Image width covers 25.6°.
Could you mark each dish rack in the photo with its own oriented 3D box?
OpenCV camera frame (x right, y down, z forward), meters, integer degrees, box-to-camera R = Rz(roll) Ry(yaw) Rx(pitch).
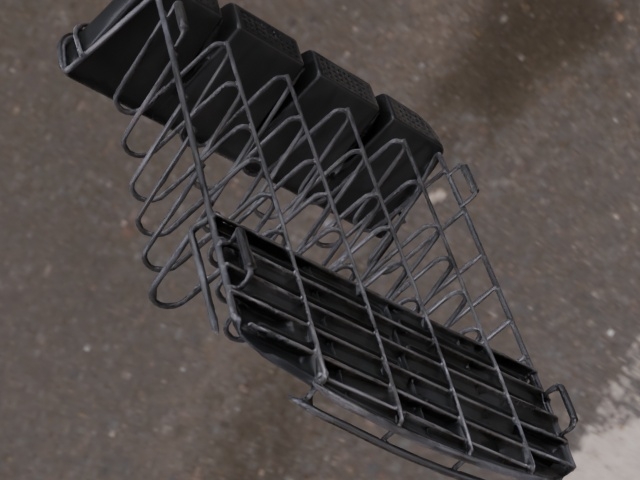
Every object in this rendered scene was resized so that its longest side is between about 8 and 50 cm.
[{"bbox_3d":[0.000,0.000,0.614,0.074,0.208,0.271,-47,37,24],"label":"dish rack"}]
